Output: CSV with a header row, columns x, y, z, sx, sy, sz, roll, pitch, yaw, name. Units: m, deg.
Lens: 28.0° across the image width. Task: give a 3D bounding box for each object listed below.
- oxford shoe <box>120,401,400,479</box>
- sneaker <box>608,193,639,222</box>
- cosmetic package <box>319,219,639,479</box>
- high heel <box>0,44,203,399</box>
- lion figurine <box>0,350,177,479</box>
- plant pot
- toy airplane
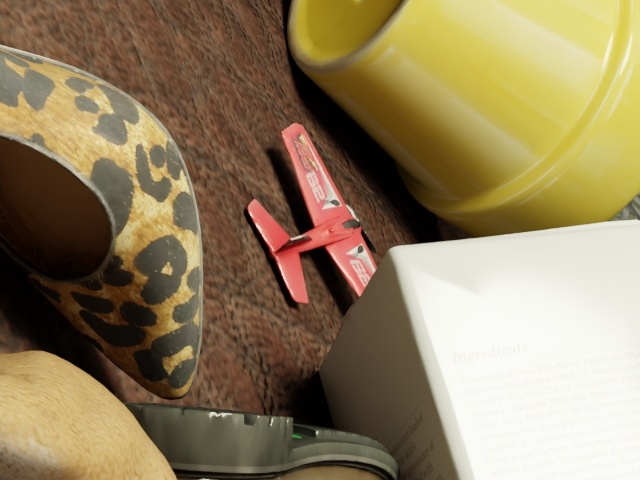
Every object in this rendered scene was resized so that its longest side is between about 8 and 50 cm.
x,y,z,sx,sy,sz,roll,pitch,yaw,name
-0.028,0.122,0.547,0.227,0.083,0.096,23,69,-64,oxford shoe
0.366,-0.038,1.646,0.300,0.111,0.121,-38,110,-64,sneaker
0.105,0.108,0.670,0.152,0.151,0.183,-5,62,-19,cosmetic package
-0.140,-0.014,0.446,0.186,0.093,0.261,-49,120,-49,high heel
-0.054,0.136,0.358,0.392,0.142,0.240,64,13,15,lion figurine
0.114,-0.147,0.982,0.239,0.254,0.254,26,39,-35,plant pot
0.000,0.000,0.801,0.151,0.028,0.151,49,24,-31,toy airplane
